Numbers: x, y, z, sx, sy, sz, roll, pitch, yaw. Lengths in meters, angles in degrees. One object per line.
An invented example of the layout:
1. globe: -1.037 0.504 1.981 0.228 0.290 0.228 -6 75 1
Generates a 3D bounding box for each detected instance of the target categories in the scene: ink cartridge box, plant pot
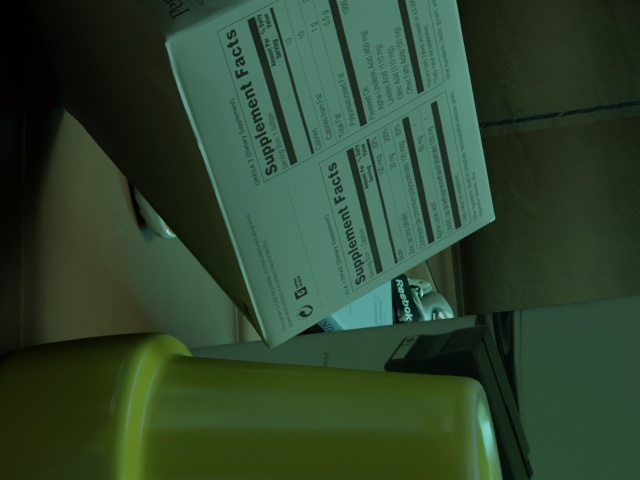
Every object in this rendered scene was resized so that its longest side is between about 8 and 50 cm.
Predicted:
1. ink cartridge box: 0.122 0.179 1.277 0.285 0.395 0.166 65 20 -63
2. plant pot: -0.027 0.165 0.869 0.254 0.239 0.254 -7 90 -81

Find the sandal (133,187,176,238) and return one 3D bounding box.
1. sandal: -0.099 -0.136 1.177 0.102 0.076 0.265 -51 132 -78

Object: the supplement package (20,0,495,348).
1. supplement package: -0.052 -0.115 0.893 0.262 0.145 0.204 45 -20 43

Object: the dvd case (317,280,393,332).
1. dvd case: 0.000 0.000 1.603 0.253 0.022 0.180 47 32 -41

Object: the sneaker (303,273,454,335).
1. sneaker: 0.061 0.075 1.790 0.330 0.146 0.122 21 63 -78
